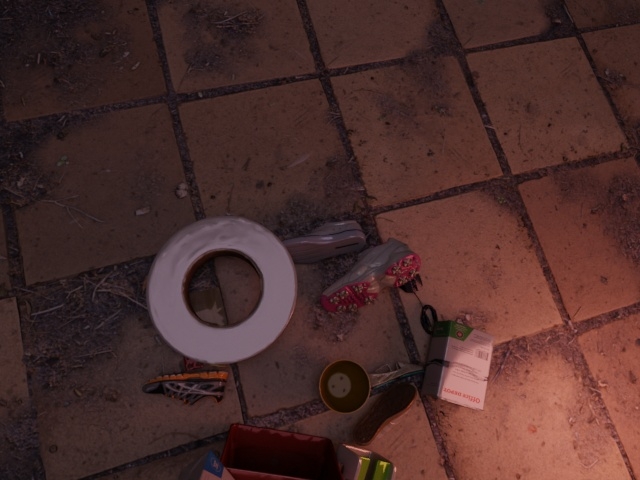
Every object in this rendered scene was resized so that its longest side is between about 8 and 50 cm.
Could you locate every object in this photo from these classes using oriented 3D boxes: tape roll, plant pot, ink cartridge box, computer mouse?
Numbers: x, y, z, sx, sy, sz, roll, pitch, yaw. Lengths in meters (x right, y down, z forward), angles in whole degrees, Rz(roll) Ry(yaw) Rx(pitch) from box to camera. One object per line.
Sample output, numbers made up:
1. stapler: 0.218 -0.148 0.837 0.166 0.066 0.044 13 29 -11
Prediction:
1. tape roll: -0.253 0.125 1.201 0.391 0.072 0.393 1 75 -5
2. plant pot: -0.112 0.603 1.056 0.267 0.267 0.236 11 86 -4
3. ink cartridge box: 0.379 0.343 1.258 0.153 0.087 0.209 22 72 -14
4. computer mouse: 0.283 0.158 1.335 0.071 0.041 0.242 -24 79 -14
5. ink cartridge box: -0.178 0.534 0.859 0.078 0.134 0.231 -37 97 1
6. plant pot: 0.057 0.384 1.211 0.134 0.095 0.134 2 75 -7

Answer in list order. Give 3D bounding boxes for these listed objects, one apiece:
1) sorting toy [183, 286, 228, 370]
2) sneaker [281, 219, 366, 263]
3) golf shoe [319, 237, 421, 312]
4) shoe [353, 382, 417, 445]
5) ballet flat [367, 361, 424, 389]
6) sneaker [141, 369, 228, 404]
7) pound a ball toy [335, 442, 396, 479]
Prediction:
1. sorting toy: -0.321 0.217 1.233 0.132 0.046 0.275 -14 76 -11
2. sneaker: 0.000 0.000 1.327 0.257 0.094 0.091 -8 43 -3
3. golf shoe: 0.130 0.098 1.310 0.306 0.115 0.140 -26 43 -3
4. shoe: 0.173 0.469 1.229 0.219 0.058 0.076 -35 50 -19
5. ballet flat: 0.205 0.362 1.260 0.168 0.057 0.052 -15 67 -12
6. sneaker: -0.346 0.379 1.167 0.214 0.084 0.083 -1 79 -9
7. pound a ball toy: 0.089 0.687 1.118 0.208 0.135 0.319 25 76 -27
